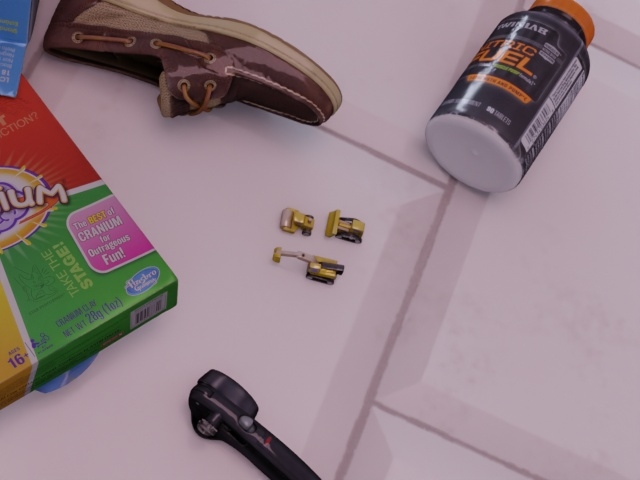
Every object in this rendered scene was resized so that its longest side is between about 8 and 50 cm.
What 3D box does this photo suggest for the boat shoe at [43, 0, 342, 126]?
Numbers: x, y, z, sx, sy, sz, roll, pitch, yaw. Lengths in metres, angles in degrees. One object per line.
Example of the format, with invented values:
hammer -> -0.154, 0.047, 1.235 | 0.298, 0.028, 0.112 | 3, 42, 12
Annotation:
boat shoe -> -0.148, -0.188, 1.409 | 0.342, 0.123, 0.123 | 23, 73, -1

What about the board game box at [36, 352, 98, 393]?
board game box -> -0.305, 0.087, 1.300 | 0.168, 0.033, 0.133 | 18, 66, 2

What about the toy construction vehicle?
toy construction vehicle -> 0.000, 0.000, 1.414 | 0.098, 0.035, 0.086 | 17, 66, -8

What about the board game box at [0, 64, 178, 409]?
board game box -> -0.333, -0.005, 1.283 | 0.242, 0.064, 0.316 | -32, 70, -23

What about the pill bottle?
pill bottle -> 0.237, -0.185, 1.498 | 0.130, 0.130, 0.246 | 36, 64, 1

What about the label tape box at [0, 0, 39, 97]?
label tape box -> -0.413, -0.338, 1.339 | 0.240, 0.106, 0.334 | 9, 62, -10

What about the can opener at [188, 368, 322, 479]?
can opener -> -0.063, 0.211, 1.302 | 0.186, 0.059, 0.073 | 42, 64, 4
